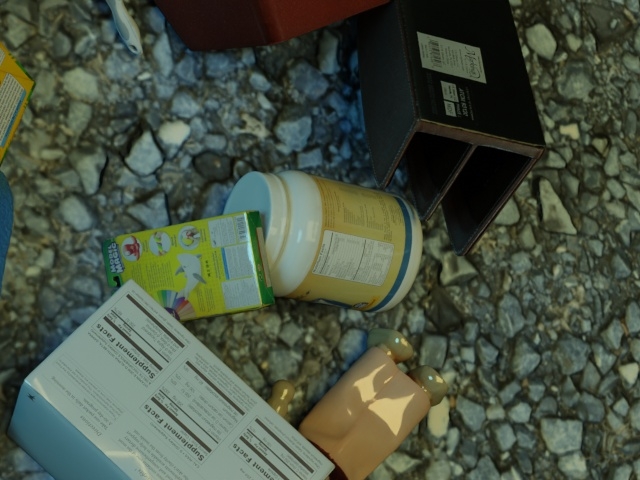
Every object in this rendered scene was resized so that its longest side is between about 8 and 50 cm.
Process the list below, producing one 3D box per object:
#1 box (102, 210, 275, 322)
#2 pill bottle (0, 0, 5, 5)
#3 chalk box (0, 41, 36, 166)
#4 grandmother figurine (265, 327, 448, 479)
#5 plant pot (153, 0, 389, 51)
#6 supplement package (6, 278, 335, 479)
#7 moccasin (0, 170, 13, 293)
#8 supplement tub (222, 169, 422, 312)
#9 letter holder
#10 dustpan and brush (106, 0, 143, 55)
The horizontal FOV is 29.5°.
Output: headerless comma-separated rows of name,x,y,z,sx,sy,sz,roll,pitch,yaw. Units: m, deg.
box,-0.144,0.034,1.295,0.043,0.179,0.105,-5,86,-72
pill bottle,-0.487,-0.313,1.076,0.408,0.229,0.229,-8,87,-33
chalk box,-0.398,-0.118,1.122,0.132,0.213,0.132,52,34,-38
grandmother figurine,0.002,0.257,1.381,0.208,0.104,0.342,43,62,12
plant pot,-0.066,-0.349,1.347,0.267,0.267,0.235,-26,111,-32
supplement package,-0.154,0.203,1.180,0.262,0.204,0.145,43,61,2
moccasin,-0.375,0.090,1.158,0.138,0.117,0.341,32,61,-37
supplement tub,0.000,0.000,1.385,0.200,0.144,0.144,12,76,-30
letter holder,0.123,-0.158,1.417,0.152,0.214,0.301,11,48,-17
dustpan and brush,-0.234,-0.299,1.315,0.211,0.147,0.060,62,38,-39
